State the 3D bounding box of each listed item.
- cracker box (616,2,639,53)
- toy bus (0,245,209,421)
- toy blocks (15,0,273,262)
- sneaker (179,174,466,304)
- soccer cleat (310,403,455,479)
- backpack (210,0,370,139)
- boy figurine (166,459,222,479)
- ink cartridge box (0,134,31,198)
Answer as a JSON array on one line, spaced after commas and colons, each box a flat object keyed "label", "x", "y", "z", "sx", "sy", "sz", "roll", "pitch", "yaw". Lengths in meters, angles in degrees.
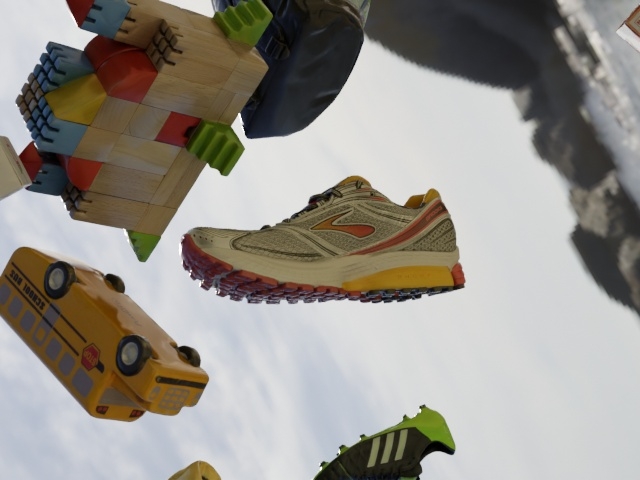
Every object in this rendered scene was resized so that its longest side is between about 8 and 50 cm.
[{"label": "cracker box", "x": 0.411, "y": -0.164, "z": 1.356, "sx": 0.232, "sy": 0.067, "sz": 0.156, "roll": 43, "pitch": -169, "yaw": 3}, {"label": "toy bus", "x": -0.292, "y": 0.126, "z": 1.729, "sx": 0.333, "sy": 0.130, "sz": 0.108, "roll": 39, "pitch": -168, "yaw": 37}, {"label": "toy blocks", "x": -0.254, "y": -0.161, "z": 1.670, "sx": 0.261, "sy": 0.381, "sz": 0.190, "roll": 11, "pitch": -146, "yaw": -41}, {"label": "sneaker", "x": 0.000, "y": 0.000, "z": 0.990, "sx": 0.088, "sy": 0.225, "sz": 0.092, "roll": -20, "pitch": 73, "yaw": 60}, {"label": "soccer cleat", "x": 0.074, "y": 0.255, "z": 1.534, "sx": 0.072, "sy": 0.179, "sz": 0.060, "roll": 58, "pitch": 164, "yaw": 23}, {"label": "backpack", "x": -0.056, "y": -0.385, "z": 2.114, "sx": 0.273, "sy": 0.290, "sz": 0.355, "roll": -10, "pitch": -124, "yaw": -34}, {"label": "boy figurine", "x": -0.070, "y": 0.343, "z": 1.413, "sx": 0.285, "sy": 0.092, "sz": 0.177, "roll": 37, "pitch": 176, "yaw": 39}, {"label": "ink cartridge box", "x": -0.296, "y": -0.048, "z": 1.115, "sx": 0.052, "sy": 0.088, "sz": 0.122, "roll": 63, "pitch": 174, "yaw": -6}]
